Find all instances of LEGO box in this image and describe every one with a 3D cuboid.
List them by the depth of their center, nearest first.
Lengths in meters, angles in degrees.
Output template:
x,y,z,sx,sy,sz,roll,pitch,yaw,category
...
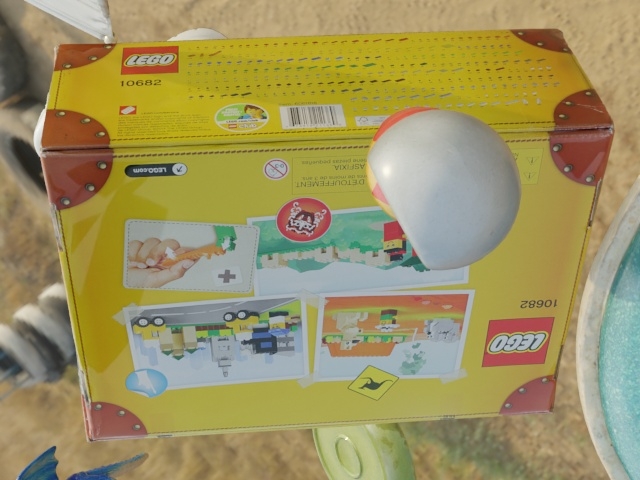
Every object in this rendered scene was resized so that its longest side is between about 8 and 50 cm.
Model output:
x,y,z,sx,sy,sz,roll,pitch,yaw,category
0.000,0.000,1.069,0.193,0.500,0.372,-99,9,-51,LEGO box

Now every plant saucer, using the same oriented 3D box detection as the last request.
x,y,z,sx,sy,sz,roll,pitch,yaw,category
0.053,0.309,1.543,0.241,0.037,0.241,37,137,44,plant saucer

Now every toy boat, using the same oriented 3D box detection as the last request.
x,y,z,sx,sy,sz,roll,pitch,yaw,category
0.167,0.012,0.494,0.318,0.267,0.148,19,-168,-5,toy boat

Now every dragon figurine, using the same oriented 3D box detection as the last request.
x,y,z,sx,sy,sz,roll,pitch,yaw,category
-0.337,0.323,1.343,0.144,0.289,0.085,25,131,12,dragon figurine

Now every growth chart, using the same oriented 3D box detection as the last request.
x,y,z,sx,sy,sz,roll,pitch,yaw,category
-0.292,-0.284,1.161,0.172,0.021,0.237,31,168,-6,growth chart

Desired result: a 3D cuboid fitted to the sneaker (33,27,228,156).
x,y,z,sx,sy,sz,roll,pitch,yaw,category
-0.247,-0.178,1.380,0.111,0.297,0.129,58,-169,-29,sneaker
